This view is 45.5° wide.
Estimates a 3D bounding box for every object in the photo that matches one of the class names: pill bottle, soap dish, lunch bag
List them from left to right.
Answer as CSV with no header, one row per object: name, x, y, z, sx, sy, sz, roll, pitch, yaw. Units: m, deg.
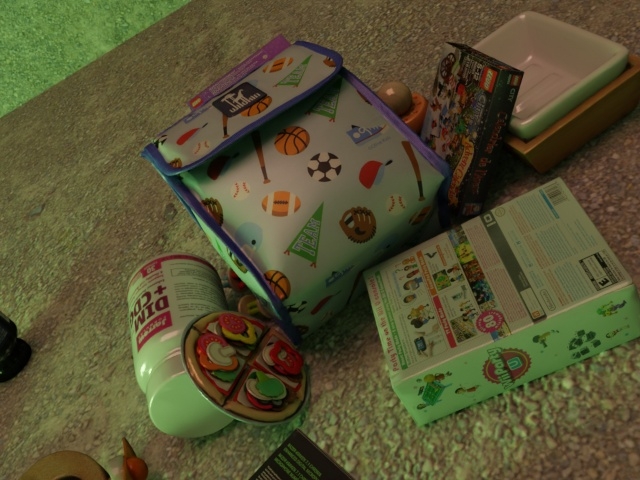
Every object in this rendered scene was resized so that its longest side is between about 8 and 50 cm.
pill bottle,-0.667,0.175,1.466,0.123,0.219,0.122,-21,38,18
pill bottle,-0.210,0.155,1.181,0.160,0.160,0.283,-32,37,4
lunch bag,-0.045,-0.101,1.153,0.328,0.239,0.385,-36,67,-10
soap dish,0.344,-0.242,1.231,0.229,0.118,0.291,-36,37,-1

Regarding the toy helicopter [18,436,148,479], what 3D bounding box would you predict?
toy helicopter,-0.294,0.399,1.037,0.355,0.140,0.235,22,55,37

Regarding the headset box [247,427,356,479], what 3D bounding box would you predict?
headset box,-0.015,0.358,0.732,0.283,0.246,0.131,-44,38,-14

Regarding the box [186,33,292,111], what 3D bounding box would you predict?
box,-0.093,-0.208,1.391,0.201,0.293,0.057,-37,59,-4

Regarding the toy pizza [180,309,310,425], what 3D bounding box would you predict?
toy pizza,-0.099,0.168,1.065,0.032,0.201,0.201,-55,26,31

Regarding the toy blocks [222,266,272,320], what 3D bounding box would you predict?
toy blocks,-0.123,0.088,1.275,0.148,0.054,0.123,-23,52,45

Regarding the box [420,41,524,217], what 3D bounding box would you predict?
box,0.219,-0.172,1.180,0.044,0.232,0.159,0,27,-24

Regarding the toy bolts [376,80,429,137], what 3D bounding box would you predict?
toy bolts,0.083,-0.215,1.369,0.229,0.158,0.218,-25,37,13

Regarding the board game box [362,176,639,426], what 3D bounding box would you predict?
board game box,0.224,0.075,0.990,0.304,0.097,0.224,-25,36,11
